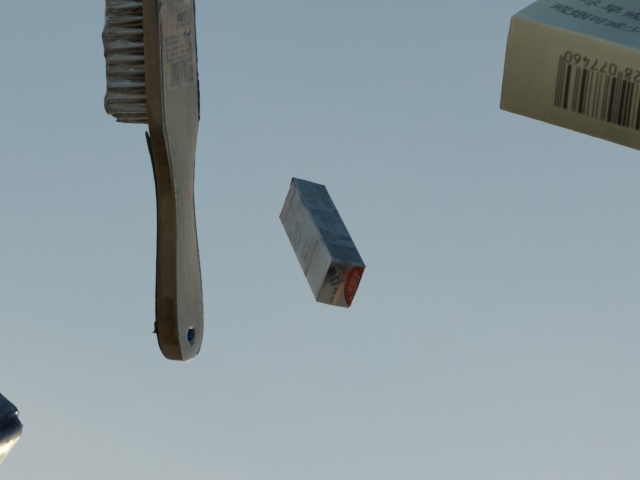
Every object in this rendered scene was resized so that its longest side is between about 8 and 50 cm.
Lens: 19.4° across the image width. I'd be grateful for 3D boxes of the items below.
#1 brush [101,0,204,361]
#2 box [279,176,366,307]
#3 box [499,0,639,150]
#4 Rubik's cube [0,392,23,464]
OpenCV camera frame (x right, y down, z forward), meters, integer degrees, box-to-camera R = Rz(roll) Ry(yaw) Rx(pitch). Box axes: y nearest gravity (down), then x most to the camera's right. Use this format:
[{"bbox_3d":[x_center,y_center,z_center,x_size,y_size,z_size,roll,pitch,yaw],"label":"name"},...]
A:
[{"bbox_3d":[-0.131,-0.067,1.472,0.065,0.327,0.070,-1,6,21],"label":"brush"},{"bbox_3d":[0.000,0.000,2.036,0.040,0.055,0.218,12,21,-18],"label":"box"},{"bbox_3d":[0.250,-0.133,1.226,0.164,0.256,0.069,20,-58,28],"label":"box"},{"bbox_3d":[-0.496,0.186,1.350,0.363,0.362,0.359,42,22,12],"label":"Rubik's cube"}]
